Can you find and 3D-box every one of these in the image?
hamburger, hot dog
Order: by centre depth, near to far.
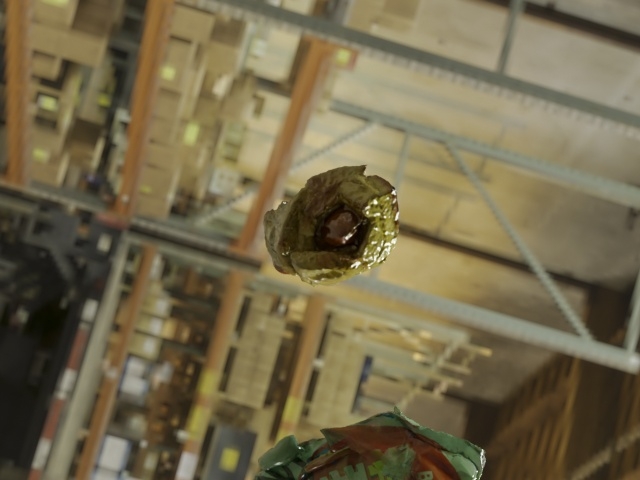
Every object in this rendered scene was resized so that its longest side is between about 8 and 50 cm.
[{"bbox_3d":[-0.001,0.000,1.090,0.061,0.078,0.169,-33,179,-27],"label":"hot dog"},{"bbox_3d":[0.062,0.316,1.796,0.150,0.276,0.261,-17,110,-60],"label":"hamburger"}]
